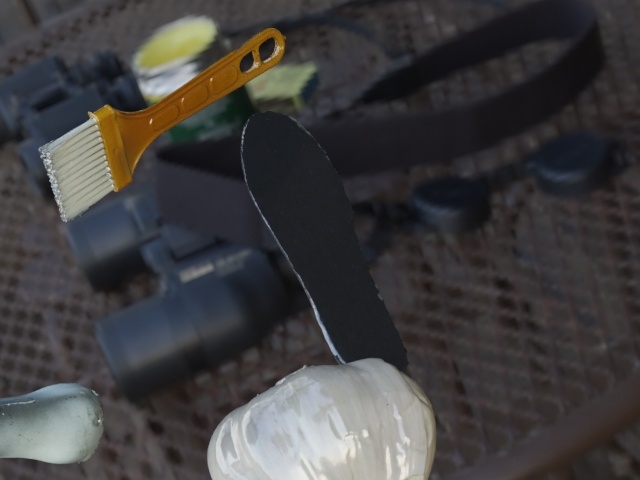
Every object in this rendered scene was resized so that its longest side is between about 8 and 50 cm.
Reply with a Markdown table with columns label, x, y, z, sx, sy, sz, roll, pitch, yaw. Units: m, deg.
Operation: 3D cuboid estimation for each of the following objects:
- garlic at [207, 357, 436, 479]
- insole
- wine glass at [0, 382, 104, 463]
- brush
| label | x | y | z | sx | sy | sz | roll | pitch | yaw |
| --- | --- | --- | --- | --- | --- | --- | --- | --- | --- |
| garlic | 0.000 | 0.099 | 0.777 | 0.113 | 0.074 | 0.094 | -26 | 45 | 6 |
| insole | 0.000 | 0.000 | 1.403 | 0.110 | 0.012 | 0.309 | 1 | 50 | -38 |
| wine glass | -0.250 | 0.150 | 1.286 | 0.072 | 0.072 | 0.155 | 5 | 1 | 34 |
| brush | -0.145 | -0.130 | 1.576 | 0.017 | 0.090 | 0.314 | 25 | 49 | 39 |
